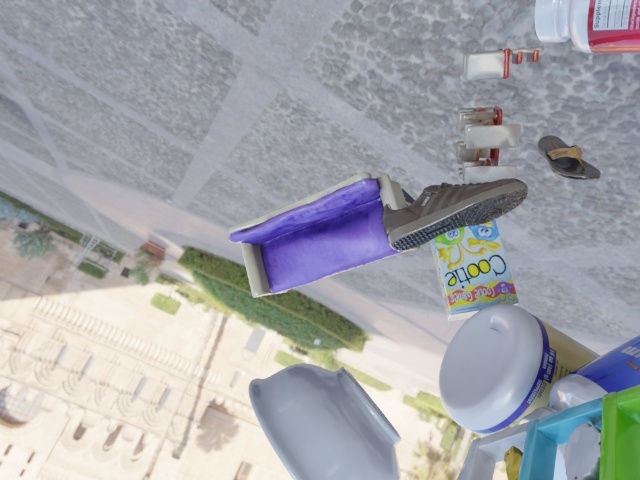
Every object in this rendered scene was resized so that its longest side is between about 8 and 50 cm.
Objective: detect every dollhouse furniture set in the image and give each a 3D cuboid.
[{"bbox_3d":[0.354,-0.246,0.912,0.135,0.259,0.262,1,-158,13],"label":"dollhouse furniture set"}]

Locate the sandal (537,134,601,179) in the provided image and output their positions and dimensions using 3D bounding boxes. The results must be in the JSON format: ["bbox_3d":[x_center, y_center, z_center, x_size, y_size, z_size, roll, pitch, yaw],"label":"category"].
[{"bbox_3d":[0.622,-0.219,1.145,0.090,0.219,0.060,-7,130,3],"label":"sandal"}]

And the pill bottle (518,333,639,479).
[{"bbox_3d":[0.424,0.235,0.625,0.152,0.272,0.152,62,171,18],"label":"pill bottle"}]

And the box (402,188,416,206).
[{"bbox_3d":[0.221,-0.094,1.291,0.062,0.052,0.083,44,134,2],"label":"box"}]

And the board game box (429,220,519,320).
[{"bbox_3d":[0.337,0.033,1.052,0.142,0.275,0.144,-12,162,9],"label":"board game box"}]

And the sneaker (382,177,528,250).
[{"bbox_3d":[0.170,-0.052,0.599,0.188,0.071,0.066,-21,149,11],"label":"sneaker"}]

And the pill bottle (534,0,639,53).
[{"bbox_3d":[0.712,-0.534,0.998,0.407,0.229,0.229,20,167,41],"label":"pill bottle"}]

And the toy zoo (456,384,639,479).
[{"bbox_3d":[0.183,0.240,0.389,0.030,0.192,0.293,37,137,1],"label":"toy zoo"}]

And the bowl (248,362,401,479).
[{"bbox_3d":[0.031,0.296,0.708,0.298,0.134,0.298,50,174,7],"label":"bowl"}]

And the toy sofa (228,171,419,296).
[{"bbox_3d":[0.000,0.000,0.925,0.362,0.150,0.177,-20,170,25],"label":"toy sofa"}]

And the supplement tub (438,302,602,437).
[{"bbox_3d":[0.418,0.291,0.841,0.331,0.241,0.241,30,167,-8],"label":"supplement tub"}]
